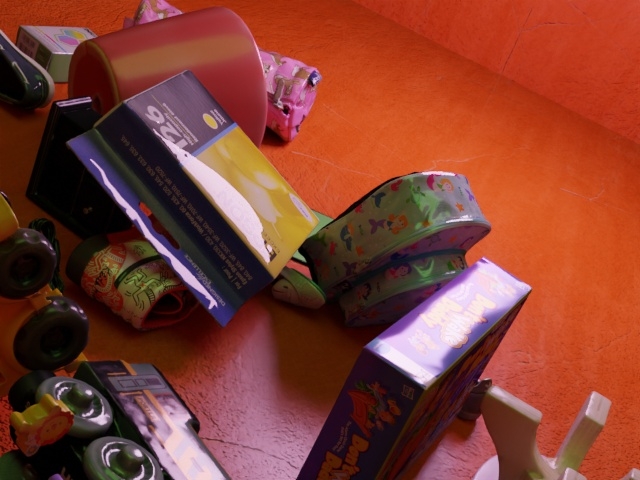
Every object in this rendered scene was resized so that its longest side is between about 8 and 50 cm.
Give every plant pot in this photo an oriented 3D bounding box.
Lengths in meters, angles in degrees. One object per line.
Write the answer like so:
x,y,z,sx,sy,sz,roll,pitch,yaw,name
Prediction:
-0.255,-0.230,1.560,0.243,0.275,0.275,-13,44,-35,plant pot

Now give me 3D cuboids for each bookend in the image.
-0.314,-0.092,1.353,0.157,0.156,0.072,35,28,17,bookend

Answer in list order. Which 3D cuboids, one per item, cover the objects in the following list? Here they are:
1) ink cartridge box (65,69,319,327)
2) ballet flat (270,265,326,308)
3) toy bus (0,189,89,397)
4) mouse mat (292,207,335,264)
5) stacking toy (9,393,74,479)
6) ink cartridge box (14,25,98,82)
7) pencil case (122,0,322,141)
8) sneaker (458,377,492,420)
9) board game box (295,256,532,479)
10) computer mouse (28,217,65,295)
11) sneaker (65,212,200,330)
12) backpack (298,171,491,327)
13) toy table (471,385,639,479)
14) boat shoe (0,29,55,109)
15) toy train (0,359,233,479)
-0.155,-0.074,1.315,0.304,0.072,0.307,50,23,-8,ink cartridge box
-0.065,0.059,1.422,0.168,0.057,0.052,36,56,27,ballet flat
-0.364,0.067,0.963,0.211,0.220,0.149,-31,43,-21,toy bus
0.000,0.000,1.614,0.152,0.007,0.190,24,28,-3,mouse mat
-0.250,0.231,0.745,0.221,0.052,0.167,-29,54,-33,stacking toy
-0.446,-0.343,1.793,0.109,0.062,0.209,40,30,28,ink cartridge box
-0.196,-0.336,1.891,0.386,0.167,0.160,25,66,1,pencil case
0.178,0.169,1.388,0.066,0.071,0.188,-4,39,-43,sneaker
0.113,0.176,1.146,0.078,0.233,0.347,34,29,18,board game box
-0.403,0.022,1.163,0.192,0.042,0.106,1,77,-30,computer mouse
-0.199,0.033,1.303,0.145,0.090,0.270,36,31,16,sneaker
0.121,0.011,1.427,0.225,0.253,0.191,-1,57,-45,backpack
0.276,0.295,1.152,0.252,0.161,0.274,25,28,1,toy table
-0.555,-0.297,1.594,0.254,0.095,0.079,40,18,9,boat shoe
-0.164,0.243,0.915,0.334,0.142,0.190,43,23,31,toy train
